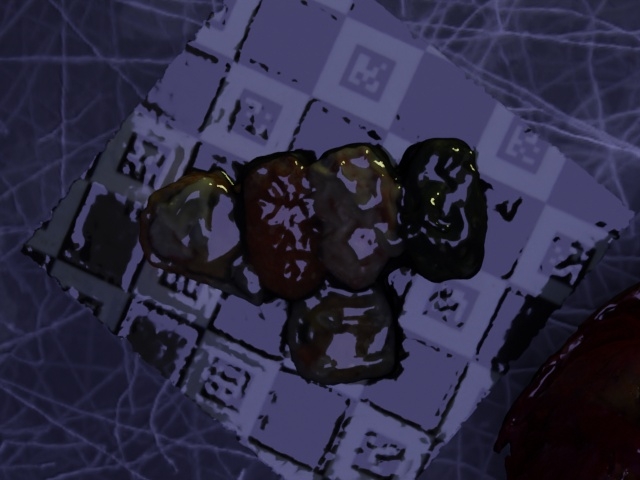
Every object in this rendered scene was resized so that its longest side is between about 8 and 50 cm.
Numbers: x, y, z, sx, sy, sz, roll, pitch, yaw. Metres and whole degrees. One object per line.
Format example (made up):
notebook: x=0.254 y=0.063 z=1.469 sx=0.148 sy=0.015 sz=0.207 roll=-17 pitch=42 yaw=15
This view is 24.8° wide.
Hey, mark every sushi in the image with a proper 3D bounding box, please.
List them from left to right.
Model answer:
sushi: x=0.000 y=0.000 z=1.027 sx=0.339 sy=0.069 sz=0.320 roll=41 pitch=98 yaw=2

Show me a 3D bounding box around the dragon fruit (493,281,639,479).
dragon fruit: x=0.259 y=0.171 z=0.902 sx=0.329 sy=0.329 sz=0.329 roll=1 pitch=95 yaw=6
